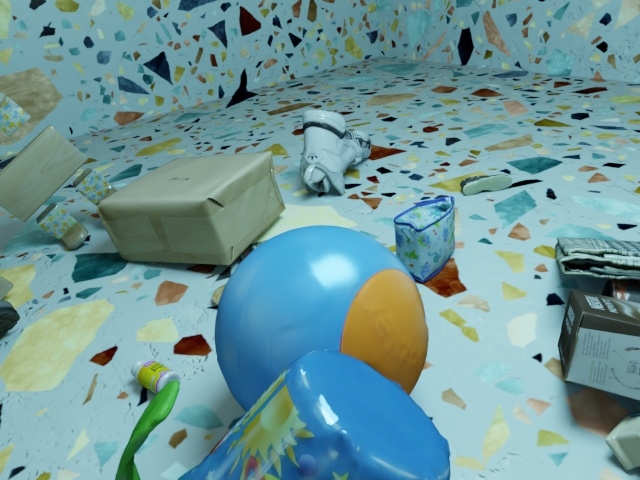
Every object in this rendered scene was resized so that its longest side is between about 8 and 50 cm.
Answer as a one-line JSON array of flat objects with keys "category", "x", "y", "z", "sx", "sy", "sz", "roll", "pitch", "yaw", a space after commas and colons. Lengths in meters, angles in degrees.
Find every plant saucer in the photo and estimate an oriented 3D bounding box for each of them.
[{"category": "plant saucer", "x": -0.180, "y": 0.113, "z": 0.995, "sx": 0.083, "sy": 0.015, "sz": 0.083, "roll": -5, "pitch": 30, "yaw": 3}]

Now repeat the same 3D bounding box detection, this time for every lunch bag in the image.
[{"category": "lunch bag", "x": 0.226, "y": -0.010, "z": 1.005, "sx": 0.151, "sy": 0.129, "sz": 0.096, "roll": -27, "pitch": 36, "yaw": -30}]

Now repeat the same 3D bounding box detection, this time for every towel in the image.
[{"category": "towel", "x": 0.571, "y": 0.027, "z": 0.825, "sx": 0.312, "sy": 0.056, "sz": 0.324, "roll": 7, "pitch": 9, "yaw": 23}]

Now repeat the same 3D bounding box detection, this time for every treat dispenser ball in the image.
[{"category": "treat dispenser ball", "x": 0.001, "y": 0.122, "z": 0.666, "sx": 0.288, "sy": 0.288, "sz": 0.288, "roll": -5, "pitch": 30, "yaw": 3}]

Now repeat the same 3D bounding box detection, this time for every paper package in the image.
[{"category": "paper package", "x": -0.300, "y": -0.088, "z": 1.192, "sx": 0.325, "sy": 0.168, "sz": 0.309, "roll": 1, "pitch": 30, "yaw": 26}]

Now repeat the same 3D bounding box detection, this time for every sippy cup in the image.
[{"category": "sippy cup", "x": -0.007, "y": 0.233, "z": 0.447, "sx": 0.305, "sy": 0.224, "sz": 0.240, "roll": 20, "pitch": 16, "yaw": -47}]

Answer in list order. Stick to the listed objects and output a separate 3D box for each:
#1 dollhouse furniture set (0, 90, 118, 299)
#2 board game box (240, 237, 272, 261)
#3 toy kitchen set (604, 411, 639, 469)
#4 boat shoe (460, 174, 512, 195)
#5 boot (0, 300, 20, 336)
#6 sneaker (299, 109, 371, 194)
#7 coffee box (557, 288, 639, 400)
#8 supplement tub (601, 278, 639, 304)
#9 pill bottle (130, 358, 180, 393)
[{"category": "dollhouse furniture set", "x": -0.721, "y": -0.084, "z": 1.139, "sx": 0.256, "sy": 0.362, "sz": 0.394, "roll": 26, "pitch": 71, "yaw": 45}, {"category": "board game box", "x": -0.086, "y": 0.066, "z": 1.044, "sx": 0.136, "sy": 0.030, "sz": 0.260, "roll": -13, "pitch": 30, "yaw": -14}, {"category": "toy kitchen set", "x": 0.467, "y": 0.272, "z": 0.532, "sx": 0.122, "sy": 0.166, "sz": 0.207, "roll": -25, "pitch": 70, "yaw": -22}, {"category": "boat shoe", "x": 0.437, "y": -0.154, "z": 1.286, "sx": 0.133, "sy": 0.049, "sz": 0.042, "roll": -11, "pitch": 38, "yaw": 3}, {"category": "boot", "x": -0.772, "y": 0.126, "z": 0.905, "sx": 0.338, "sy": 0.118, "sz": 0.223, "roll": -20, "pitch": 65, "yaw": -24}, {"category": "sneaker", "x": 0.041, "y": -0.236, "z": 1.440, "sx": 0.137, "sy": 0.210, "sz": 0.366, "roll": 9, "pitch": -1, "yaw": 25}, {"category": "coffee box", "x": 0.460, "y": 0.152, "z": 0.641, "sx": 0.246, "sy": 0.098, "sz": 0.141, "roll": 12, "pitch": 12, "yaw": 20}, {"category": "supplement tub", "x": 0.543, "y": 0.118, "z": 0.736, "sx": 0.198, "sy": 0.106, "sz": 0.106, "roll": 6, "pitch": 32, "yaw": 22}, {"category": "pill bottle", "x": -0.273, "y": 0.223, "z": 0.797, "sx": 0.083, "sy": 0.043, "sz": 0.043, "roll": 13, "pitch": 36, "yaw": 31}]
